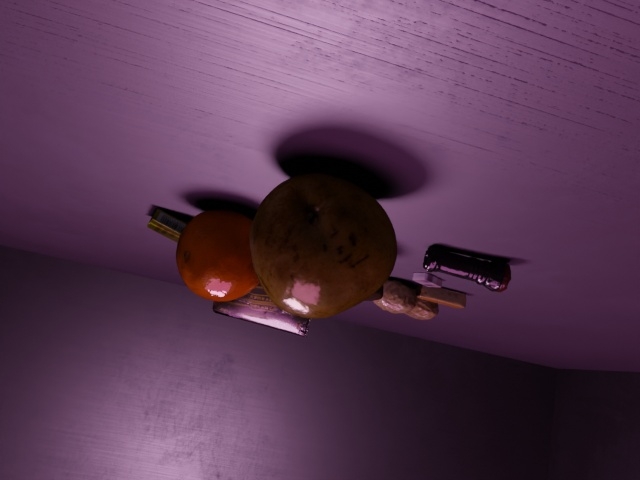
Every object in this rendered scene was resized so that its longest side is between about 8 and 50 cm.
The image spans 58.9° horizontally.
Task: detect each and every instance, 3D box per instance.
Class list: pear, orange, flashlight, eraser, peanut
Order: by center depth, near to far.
[{"bbox_3d":[0.000,0.000,1.160,0.304,0.303,0.304,11,166,3],"label":"pear"},{"bbox_3d":[0.396,0.073,1.544,0.232,0.092,0.093,16,166,0],"label":"flashlight"},{"bbox_3d":[-0.274,0.040,1.569,0.261,0.261,0.261,11,166,3],"label":"orange"},{"bbox_3d":[0.363,0.134,1.922,0.065,0.026,0.105,2,164,43],"label":"eraser"},{"bbox_3d":[0.322,0.225,2.114,0.299,0.120,0.136,19,-158,-30],"label":"peanut"}]

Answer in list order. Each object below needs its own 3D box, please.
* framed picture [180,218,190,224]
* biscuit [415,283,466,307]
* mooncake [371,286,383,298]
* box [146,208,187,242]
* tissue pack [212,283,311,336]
[{"bbox_3d":[-0.285,0.025,1.849,0.315,0.024,0.232,19,164,19],"label":"framed picture"},{"bbox_3d":[0.440,0.200,2.065,0.188,0.056,0.052,16,164,-14],"label":"biscuit"},{"bbox_3d":[0.053,0.093,1.702,0.291,0.161,0.290,6,168,1],"label":"mooncake"},{"bbox_3d":[-0.399,0.002,1.817,0.311,0.043,0.173,29,164,-17],"label":"box"},{"bbox_3d":[-0.182,0.185,2.061,0.370,0.209,0.198,14,-159,1],"label":"tissue pack"}]
